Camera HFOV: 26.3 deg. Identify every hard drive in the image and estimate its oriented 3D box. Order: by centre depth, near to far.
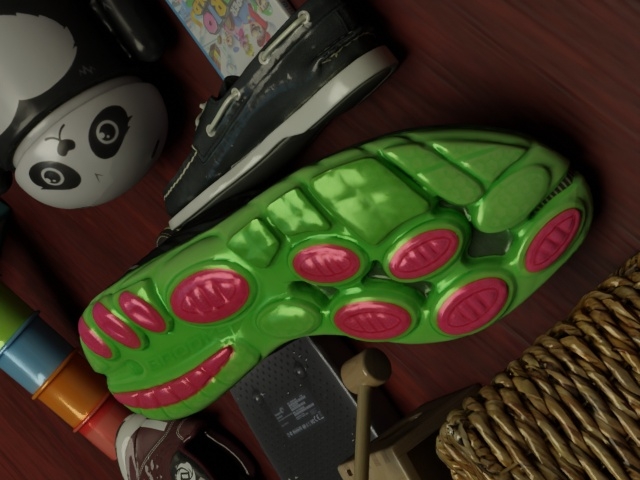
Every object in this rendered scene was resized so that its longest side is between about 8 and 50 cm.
[{"bbox_3d":[0.024,0.212,1.350,0.255,0.054,0.172,57,139,4],"label":"hard drive"}]

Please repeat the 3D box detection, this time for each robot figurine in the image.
[{"bbox_3d":[-0.272,-0.162,1.347,0.278,0.173,0.209,54,146,8],"label":"robot figurine"}]

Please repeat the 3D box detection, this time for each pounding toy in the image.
[{"bbox_3d":[0.068,0.195,1.200,0.094,0.181,0.206,-30,89,49],"label":"pounding toy"}]

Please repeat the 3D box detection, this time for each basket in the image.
[{"bbox_3d":[0.265,0.198,1.075,0.299,0.223,0.213,48,170,15],"label":"basket"}]

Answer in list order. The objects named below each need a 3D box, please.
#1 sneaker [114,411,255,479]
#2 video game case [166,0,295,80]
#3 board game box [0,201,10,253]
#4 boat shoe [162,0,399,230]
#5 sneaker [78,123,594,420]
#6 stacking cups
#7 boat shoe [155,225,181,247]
[{"bbox_3d":[-0.128,0.322,1.527,0.162,0.106,0.281,-5,107,43],"label":"sneaker"},{"bbox_3d":[-0.089,-0.221,1.254,0.166,0.015,0.119,54,138,7],"label":"video game case"},{"bbox_3d":[-0.563,-0.026,1.734,0.336,0.079,0.254,33,133,11],"label":"board game box"},{"bbox_3d":[-0.054,-0.111,1.216,0.302,0.114,0.091,-37,85,36],"label":"boat shoe"},{"bbox_3d":[0.000,0.000,1.163,0.482,0.202,0.185,-18,113,31],"label":"sneaker"},{"bbox_3d":[-0.331,0.133,1.579,0.316,0.096,0.096,42,138,-3],"label":"stacking cups"},{"bbox_3d":[-0.121,0.043,1.405,0.152,0.049,0.056,42,136,21],"label":"boat shoe"}]
